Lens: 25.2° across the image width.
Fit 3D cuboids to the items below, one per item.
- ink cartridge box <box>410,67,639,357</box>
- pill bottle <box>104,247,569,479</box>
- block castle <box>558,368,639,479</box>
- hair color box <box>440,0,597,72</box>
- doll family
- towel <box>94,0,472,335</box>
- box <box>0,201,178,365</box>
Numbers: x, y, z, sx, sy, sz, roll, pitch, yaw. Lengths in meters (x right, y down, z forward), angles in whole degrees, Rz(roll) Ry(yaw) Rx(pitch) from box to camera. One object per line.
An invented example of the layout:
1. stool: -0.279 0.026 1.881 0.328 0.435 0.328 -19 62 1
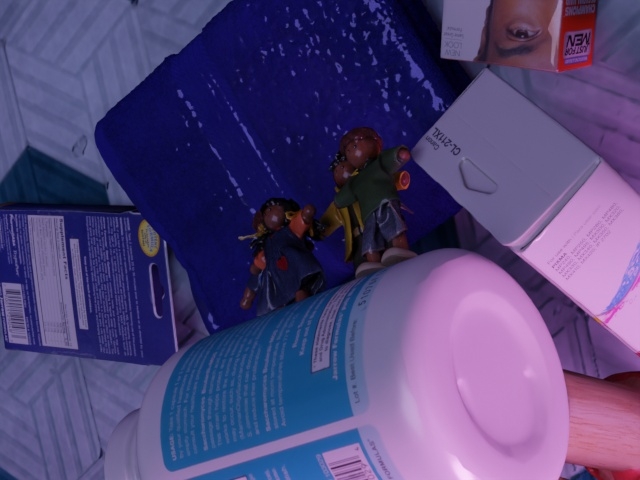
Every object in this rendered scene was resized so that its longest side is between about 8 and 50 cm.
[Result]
1. ink cartridge box: 0.154 -0.010 0.860 0.072 0.175 0.127 -48 41 7
2. pill bottle: -0.004 0.108 0.812 0.264 0.146 0.146 -22 86 37
3. block castle: 0.071 0.274 0.945 0.303 0.212 0.453 13 87 45
4. hair color box: 0.134 -0.200 0.941 0.093 0.053 0.167 12 108 35
5. doll family: 0.000 0.000 0.902 0.193 0.076 0.111 -31 58 32
6. towel: -0.018 -0.074 1.082 0.308 0.076 0.228 -35 85 37
7. box: -0.203 0.037 1.267 0.225 0.036 0.136 3 102 39
